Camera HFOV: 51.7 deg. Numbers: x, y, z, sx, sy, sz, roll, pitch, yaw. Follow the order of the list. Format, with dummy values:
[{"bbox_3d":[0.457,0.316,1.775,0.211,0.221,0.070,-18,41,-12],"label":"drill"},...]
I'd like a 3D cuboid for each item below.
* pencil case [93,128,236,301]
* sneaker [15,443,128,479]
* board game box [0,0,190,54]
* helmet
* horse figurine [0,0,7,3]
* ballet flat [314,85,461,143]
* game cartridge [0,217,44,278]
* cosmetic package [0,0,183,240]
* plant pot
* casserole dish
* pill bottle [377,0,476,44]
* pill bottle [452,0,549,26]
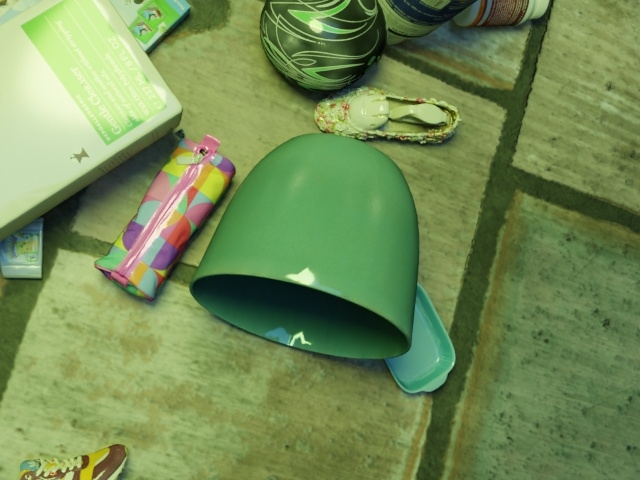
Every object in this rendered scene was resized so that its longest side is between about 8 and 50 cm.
[{"bbox_3d":[-0.211,-0.035,0.913,0.104,0.104,0.236,32,79,-14],"label":"pencil case"},{"bbox_3d":[-0.347,0.313,0.865,0.185,0.069,0.084,-33,103,-18],"label":"sneaker"},{"bbox_3d":[-0.313,-0.310,0.924,0.160,0.039,0.211,43,77,-12],"label":"board game box"},{"bbox_3d":[-0.002,-0.299,0.964,0.161,0.169,0.169,-34,98,-22],"label":"helmet"},{"bbox_3d":[-0.482,-0.389,0.860,0.174,0.066,0.263,23,78,-21],"label":"horse figurine"},{"bbox_3d":[0.113,-0.201,1.038,0.241,0.077,0.091,-1,88,-18],"label":"ballet flat"},{"bbox_3d":[-0.404,0.010,0.891,0.056,0.017,0.083,1,87,-14],"label":"game cartridge"},{"bbox_3d":[-0.374,-0.130,0.809,0.365,0.155,0.197,-37,100,-10],"label":"cosmetic package"},{"bbox_3d":[0.000,0.000,0.892,0.293,0.293,0.235,22,67,-16],"label":"plant pot"},{"bbox_3d":[0.138,0.151,1.050,0.114,0.037,0.188,-29,96,-17],"label":"casserole dish"},{"bbox_3d":[0.146,-0.385,0.959,0.153,0.265,0.153,1,88,-19],"label":"pill bottle"},{"bbox_3d":[0.300,-0.402,1.104,0.152,0.086,0.086,-7,89,-18],"label":"pill bottle"}]
